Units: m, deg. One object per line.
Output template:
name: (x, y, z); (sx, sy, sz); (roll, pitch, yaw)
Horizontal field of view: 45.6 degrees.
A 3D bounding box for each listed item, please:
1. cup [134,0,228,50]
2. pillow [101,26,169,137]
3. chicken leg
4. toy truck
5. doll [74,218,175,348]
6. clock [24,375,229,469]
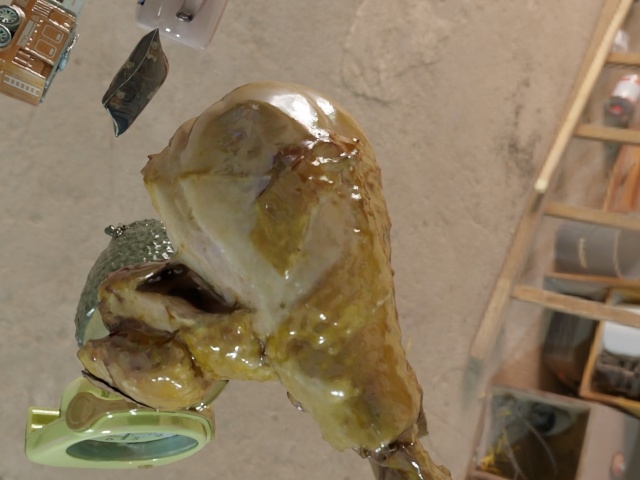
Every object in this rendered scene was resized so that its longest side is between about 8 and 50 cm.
cup: (-0.285, -0.525, 1.629); (0.192, 0.253, 0.200); (17, 98, -25)
pillow: (-0.266, -0.228, 1.107); (0.150, 0.048, 0.090); (-62, 156, -20)
chicken leg: (-0.037, 0.075, 0.583); (0.295, 0.409, 0.182); (-30, 155, -1)
toy truck: (-0.601, -0.441, 1.614); (0.162, 0.136, 0.305); (23, 57, -18)
doll: (-0.255, 0.089, 1.198); (0.247, 0.349, 0.247); (-6, 113, -14)
clock: (-0.189, 0.181, 0.790); (0.170, 0.232, 0.069); (16, 54, -37)
